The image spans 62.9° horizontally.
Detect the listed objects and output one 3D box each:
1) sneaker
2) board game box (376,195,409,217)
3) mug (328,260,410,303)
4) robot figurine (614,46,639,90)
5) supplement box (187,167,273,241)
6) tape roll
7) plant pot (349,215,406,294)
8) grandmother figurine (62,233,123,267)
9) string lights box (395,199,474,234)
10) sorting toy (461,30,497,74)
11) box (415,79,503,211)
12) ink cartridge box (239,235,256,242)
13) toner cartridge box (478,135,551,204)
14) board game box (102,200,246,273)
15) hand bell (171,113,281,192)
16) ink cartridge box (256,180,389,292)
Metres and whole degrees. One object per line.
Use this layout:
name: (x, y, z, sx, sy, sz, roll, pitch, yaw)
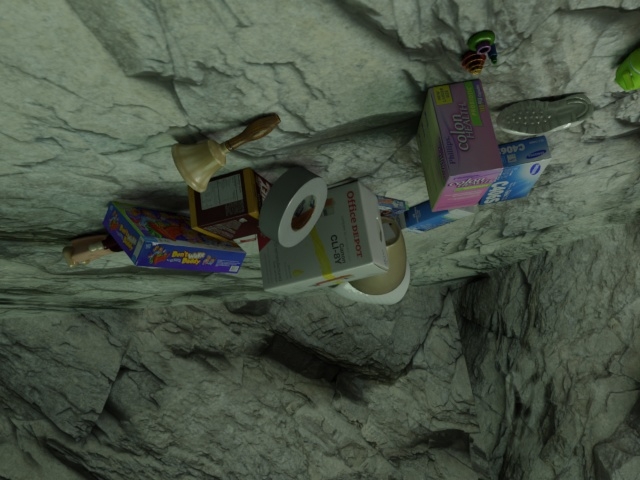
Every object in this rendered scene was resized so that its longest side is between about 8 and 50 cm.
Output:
sneaker: (0.546, -0.297, 1.298, 0.235, 0.090, 0.095, -6, 174, -4)
board game box: (0.201, -0.113, 1.862, 0.201, 0.035, 0.136, 6, 159, -44)
mug: (0.166, 0.136, 2.400, 0.328, 0.276, 0.374, 8, -171, -34)
robot figurine: (0.684, -0.371, 1.123, 0.101, 0.067, 0.115, -35, 167, -8)
supplement box: (-0.239, -0.095, 1.487, 0.194, 0.129, 0.191, -13, 165, 16)
tape roll: (-0.073, -0.091, 1.446, 0.072, 0.219, 0.219, 31, 180, 22)
plant pot: (0.217, 0.033, 1.952, 0.257, 0.256, 0.274, -7, 151, -7)
grandmother figurine: (-0.664, 0.004, 1.689, 0.342, 0.104, 0.208, -17, -169, 17)
string lights box: (0.426, -0.099, 1.964, 0.260, 0.076, 0.133, -22, 160, 41)
sorting toy: (0.312, -0.356, 1.010, 0.061, 0.042, 0.102, -8, 165, -2)
box: (0.313, -0.210, 1.219, 0.117, 0.213, 0.243, -9, 165, 1)
ink cartridge box: (-0.241, -0.060, 1.673, 0.056, 0.099, 0.135, -7, 166, -5)
toner cartridge box: (0.597, -0.210, 1.657, 0.165, 0.075, 0.348, -12, 165, 7)
board game box: (-0.423, -0.005, 1.540, 0.347, 0.233, 0.078, 9, 113, -50)
hand bell: (-0.197, -0.218, 1.169, 0.242, 0.126, 0.126, -27, 161, 14)
ink cartridge box: (0.000, 0.000, 1.698, 0.385, 0.279, 0.160, -15, 162, 21)
